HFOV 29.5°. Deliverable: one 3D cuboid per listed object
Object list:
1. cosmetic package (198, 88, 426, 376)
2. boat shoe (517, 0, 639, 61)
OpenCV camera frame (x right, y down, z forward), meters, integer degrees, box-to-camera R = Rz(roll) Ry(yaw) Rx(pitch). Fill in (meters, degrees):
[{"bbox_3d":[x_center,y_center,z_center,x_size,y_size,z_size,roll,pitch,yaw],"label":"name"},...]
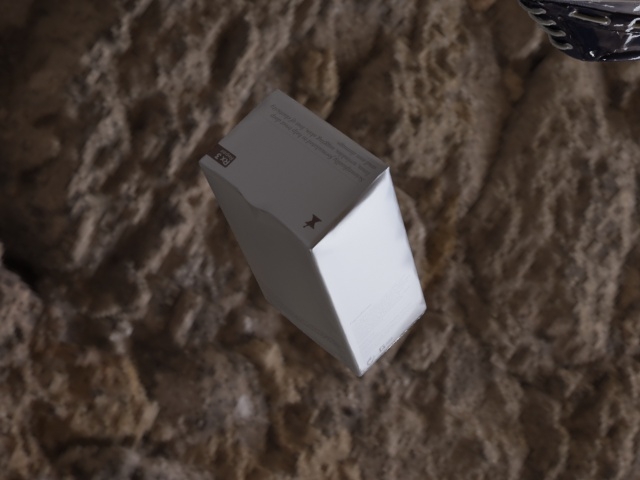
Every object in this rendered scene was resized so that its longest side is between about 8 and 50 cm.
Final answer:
[{"bbox_3d":[0.000,0.000,1.650,0.217,0.385,0.156,38,-108,27],"label":"cosmetic package"},{"bbox_3d":[0.314,-0.317,1.623,0.158,0.340,0.127,106,-16,-45],"label":"boat shoe"}]
